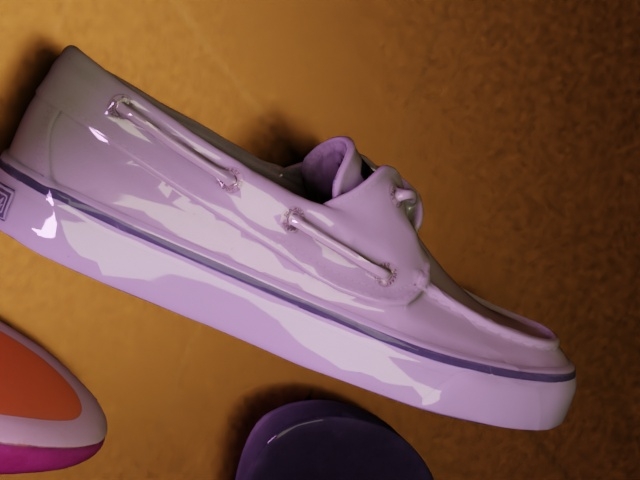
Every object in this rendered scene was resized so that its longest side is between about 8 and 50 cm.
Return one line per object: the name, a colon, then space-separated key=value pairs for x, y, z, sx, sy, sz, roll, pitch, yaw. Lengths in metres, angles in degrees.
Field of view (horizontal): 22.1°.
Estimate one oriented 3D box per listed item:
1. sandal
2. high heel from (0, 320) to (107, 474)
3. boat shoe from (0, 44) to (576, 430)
sandal: x=0.024 y=0.191 z=0.739 sx=0.097 sy=0.054 sz=0.254 roll=-15 pitch=106 yaw=-17
high heel: x=-0.209 y=0.074 z=0.632 sx=0.244 sy=0.082 sz=0.117 roll=14 pitch=124 yaw=-35
boat shoe: x=0.000 y=0.000 z=0.676 sx=0.268 sy=0.096 sz=0.088 roll=23 pitch=97 yaw=-15
